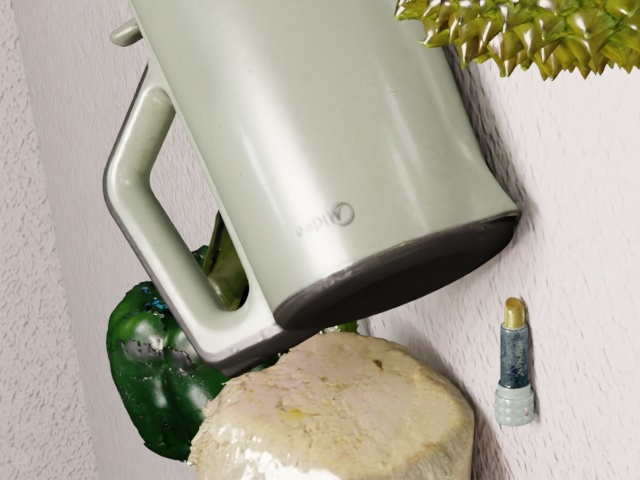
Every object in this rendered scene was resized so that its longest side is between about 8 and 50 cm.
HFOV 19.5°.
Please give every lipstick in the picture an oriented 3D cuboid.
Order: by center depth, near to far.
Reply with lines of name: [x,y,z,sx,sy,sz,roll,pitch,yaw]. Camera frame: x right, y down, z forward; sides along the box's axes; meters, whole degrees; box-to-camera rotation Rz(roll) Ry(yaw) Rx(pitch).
lipstick: [0.171,0.106,1.648,0.037,0.037,0.116,-138,42,-59]

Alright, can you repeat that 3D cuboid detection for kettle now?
kettle: [-0.044,-0.103,1.662,0.250,0.361,0.376,7,-122,-66]

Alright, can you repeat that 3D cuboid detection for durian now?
durian: [0.160,-0.220,1.163,0.291,0.224,0.291,-40,38,41]

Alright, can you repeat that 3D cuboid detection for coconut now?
coconut: [0.007,0.275,1.847,0.297,0.297,0.309,-127,33,-48]

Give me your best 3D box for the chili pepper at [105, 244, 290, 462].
chili pepper: [-0.115,0.146,2.207,0.233,0.248,0.256,34,147,46]

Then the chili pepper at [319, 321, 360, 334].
chili pepper: [0.000,0.001,2.004,0.085,0.076,0.359,-22,84,36]

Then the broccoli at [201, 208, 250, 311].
broccoli: [-0.052,-0.068,1.830,0.275,0.177,0.198,-58,-24,-52]
